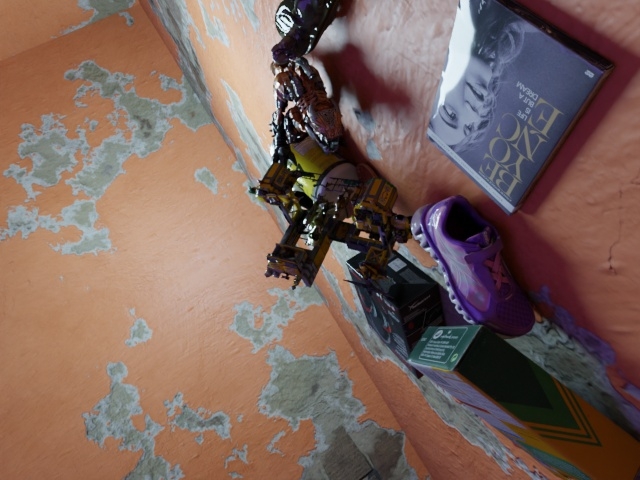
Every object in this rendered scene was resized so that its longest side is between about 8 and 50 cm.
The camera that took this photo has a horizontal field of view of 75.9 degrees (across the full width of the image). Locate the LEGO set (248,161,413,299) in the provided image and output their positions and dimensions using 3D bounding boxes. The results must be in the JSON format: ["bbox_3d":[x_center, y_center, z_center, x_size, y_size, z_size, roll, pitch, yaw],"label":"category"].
[{"bbox_3d":[0.000,0.000,0.812,0.331,0.192,0.255,17,154,19],"label":"LEGO set"}]

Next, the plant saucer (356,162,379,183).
[{"bbox_3d":[0.105,-0.127,0.870,0.083,0.013,0.083,56,168,18],"label":"plant saucer"}]

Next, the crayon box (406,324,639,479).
[{"bbox_3d":[0.311,0.258,0.631,0.323,0.083,0.203,38,166,3],"label":"crayon box"}]

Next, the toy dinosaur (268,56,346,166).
[{"bbox_3d":[-0.030,-0.273,0.819,0.218,0.164,0.322,86,-178,-50],"label":"toy dinosaur"}]

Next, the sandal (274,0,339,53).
[{"bbox_3d":[-0.007,-0.373,0.643,0.090,0.060,0.219,54,154,-3],"label":"sandal"}]

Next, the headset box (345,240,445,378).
[{"bbox_3d":[0.195,0.178,1.009,0.218,0.110,0.293,43,160,50],"label":"headset box"}]

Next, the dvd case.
[{"bbox_3d":[0.193,-0.144,0.458,0.164,0.018,0.221,53,167,25],"label":"dvd case"}]

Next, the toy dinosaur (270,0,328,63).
[{"bbox_3d":[-0.020,-0.363,0.548,0.118,0.064,0.268,49,149,-2],"label":"toy dinosaur"}]

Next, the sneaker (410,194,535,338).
[{"bbox_3d":[0.226,0.031,0.590,0.236,0.095,0.104,57,160,13],"label":"sneaker"}]

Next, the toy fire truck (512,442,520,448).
[{"bbox_3d":[0.355,0.325,0.868,0.192,0.047,0.135,60,168,2],"label":"toy fire truck"}]

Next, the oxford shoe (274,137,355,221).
[{"bbox_3d":[-0.046,-0.175,1.083,0.348,0.130,0.123,53,166,28],"label":"oxford shoe"}]

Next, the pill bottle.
[{"bbox_3d":[-0.018,-0.172,0.955,0.208,0.119,0.119,43,161,31],"label":"pill bottle"}]
